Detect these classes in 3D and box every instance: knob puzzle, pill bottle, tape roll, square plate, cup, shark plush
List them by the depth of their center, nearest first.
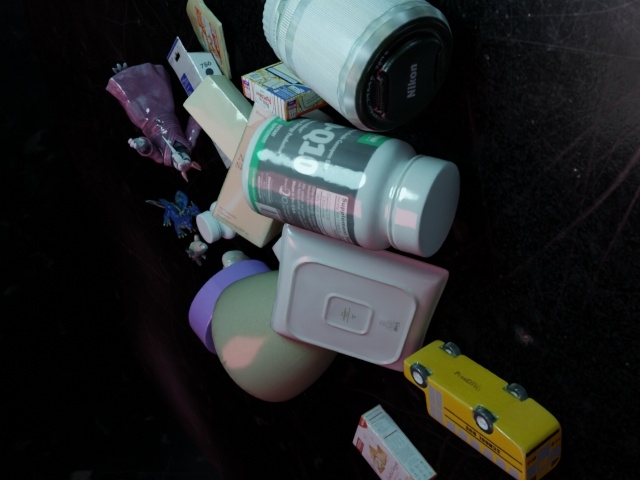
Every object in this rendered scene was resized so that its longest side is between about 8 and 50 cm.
[{"bbox_3d":[0.055,-0.100,1.457,0.361,0.204,0.204,18,132,27],"label":"pill bottle"},{"bbox_3d":[0.064,0.139,1.691,0.344,0.049,0.347,17,136,7],"label":"square plate"},{"bbox_3d":[-0.269,-0.511,1.945,0.213,0.030,0.213,53,163,24],"label":"knob puzzle"},{"bbox_3d":[-0.066,0.204,1.970,0.237,0.331,0.331,-32,85,40],"label":"cup"},{"bbox_3d":[-0.231,-0.066,2.117,0.108,0.180,0.108,42,146,37],"label":"pill bottle"},{"bbox_3d":[-0.226,0.187,2.231,0.090,0.274,0.275,45,148,31],"label":"tape roll"},{"bbox_3d":[-0.411,0.051,2.693,0.067,0.073,0.161,25,139,6],"label":"shark plush"}]

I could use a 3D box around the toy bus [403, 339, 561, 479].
[{"bbox_3d":[0.311,0.328,1.583,0.332,0.108,0.130,31,140,47],"label":"toy bus"}]

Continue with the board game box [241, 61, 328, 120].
[{"bbox_3d":[-0.029,-0.303,1.529,0.147,0.193,0.045,38,144,42],"label":"board game box"}]

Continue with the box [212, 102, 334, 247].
[{"bbox_3d":[-0.107,-0.156,1.736,0.148,0.121,0.311,32,125,10],"label":"box"}]

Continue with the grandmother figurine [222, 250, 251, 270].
[{"bbox_3d":[-0.254,0.161,2.459,0.208,0.104,0.342,37,147,28],"label":"grandmother figurine"}]

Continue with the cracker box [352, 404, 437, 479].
[{"bbox_3d":[0.185,0.558,2.058,0.232,0.067,0.156,49,149,28],"label":"cracker box"}]

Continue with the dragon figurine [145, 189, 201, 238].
[{"bbox_3d":[-0.475,-0.107,2.624,0.289,0.085,0.144,42,146,35],"label":"dragon figurine"}]

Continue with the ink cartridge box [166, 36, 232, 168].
[{"bbox_3d":[-0.274,-0.355,2.039,0.333,0.065,0.165,61,160,-4],"label":"ink cartridge box"}]

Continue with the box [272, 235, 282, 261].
[{"bbox_3d":[0.000,0.000,1.773,0.091,0.170,0.130,60,152,8],"label":"box"}]

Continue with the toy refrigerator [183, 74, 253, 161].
[{"bbox_3d":[-0.188,-0.258,1.890,0.269,0.094,0.102,48,114,7],"label":"toy refrigerator"}]

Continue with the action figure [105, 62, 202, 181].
[{"bbox_3d":[-0.455,-0.310,2.229,0.370,0.248,0.276,61,154,11],"label":"action figure"}]

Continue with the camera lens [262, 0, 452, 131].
[{"bbox_3d":[0.061,-0.327,1.314,0.274,0.219,0.219,45,148,32],"label":"camera lens"}]
